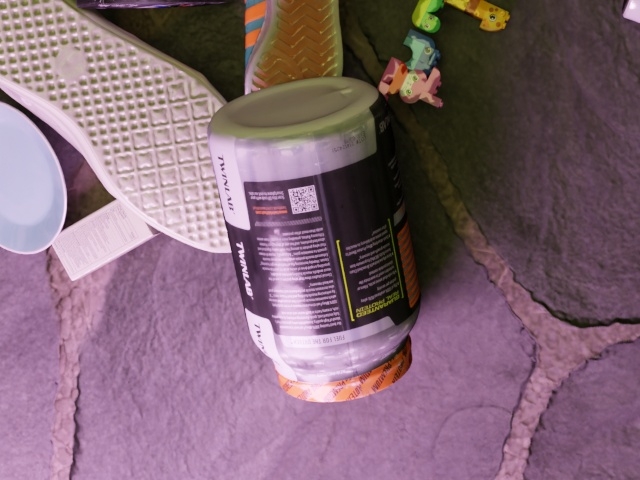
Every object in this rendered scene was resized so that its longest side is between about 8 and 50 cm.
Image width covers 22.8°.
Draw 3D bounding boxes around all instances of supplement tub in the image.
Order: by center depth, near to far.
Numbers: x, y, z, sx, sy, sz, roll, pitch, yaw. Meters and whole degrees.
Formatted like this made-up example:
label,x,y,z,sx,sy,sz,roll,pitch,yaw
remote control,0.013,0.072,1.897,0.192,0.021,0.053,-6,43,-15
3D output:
label,x,y,z,sx,sy,sz,roll,pitch,yaw
supplement tub,0.000,0.000,1.693,0.194,0.193,0.316,-6,112,12

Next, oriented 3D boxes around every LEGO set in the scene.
label,x,y,z,sx,sy,sz,roll,pitch,yaw
LEGO set,0.150,-0.237,1.719,0.093,0.087,0.227,25,94,4

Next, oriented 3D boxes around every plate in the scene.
label,x,y,z,sx,sy,sz,roll,pitch,yaw
plate,-0.357,-0.075,1.835,0.188,0.024,0.188,17,120,31

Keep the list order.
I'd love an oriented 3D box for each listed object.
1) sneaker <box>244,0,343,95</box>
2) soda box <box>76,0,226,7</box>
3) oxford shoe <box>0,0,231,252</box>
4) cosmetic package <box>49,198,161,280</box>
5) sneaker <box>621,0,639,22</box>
label,x,y,z,sx,sy,sz,roll,pitch,yaw
sneaker,-0.032,-0.252,1.750,0.108,0.121,0.302,2,116,-11
soda box,-0.185,-0.284,1.735,0.053,0.169,0.060,3,98,49
oxford shoe,-0.233,-0.157,1.786,0.449,0.130,0.169,38,90,-10
cosmetic package,-0.249,-0.006,1.841,0.115,0.041,0.060,-27,90,12
sneaker,0.418,-0.353,1.649,0.123,0.106,0.290,19,110,4
